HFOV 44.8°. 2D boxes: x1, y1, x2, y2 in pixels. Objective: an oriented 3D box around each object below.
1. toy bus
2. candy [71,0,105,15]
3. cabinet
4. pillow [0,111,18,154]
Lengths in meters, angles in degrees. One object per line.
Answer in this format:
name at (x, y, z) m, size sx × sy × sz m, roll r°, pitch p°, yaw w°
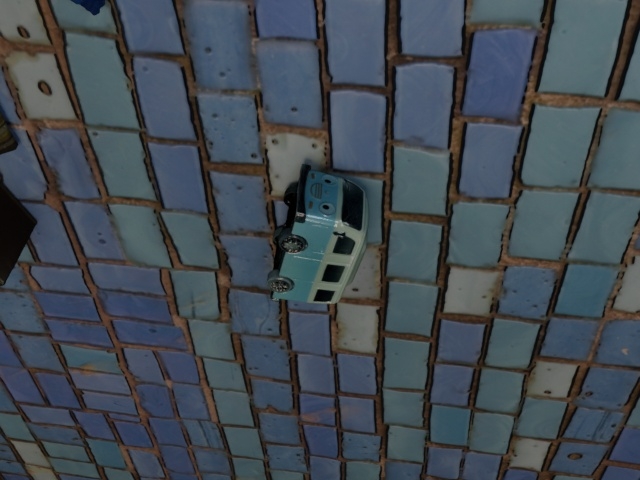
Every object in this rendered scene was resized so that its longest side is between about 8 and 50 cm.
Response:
toy bus at (0.000, 0.000, 1.435) m, size 0.165 × 0.133 × 0.271 m, roll 11°, pitch 141°, yaw -7°
candy at (-0.417, -0.457, 1.066) m, size 0.331 × 0.077 × 0.187 m, roll 33°, pitch 136°, yaw -26°
cabinet at (-0.705, -0.036, 1.514) m, size 0.148 × 0.174 × 0.215 m, roll -9°, pitch 135°, yaw 21°
pillow at (-0.662, -0.204, 1.345) m, size 0.208 × 0.052 × 0.212 m, roll -26°, pitch 139°, yaw -17°
